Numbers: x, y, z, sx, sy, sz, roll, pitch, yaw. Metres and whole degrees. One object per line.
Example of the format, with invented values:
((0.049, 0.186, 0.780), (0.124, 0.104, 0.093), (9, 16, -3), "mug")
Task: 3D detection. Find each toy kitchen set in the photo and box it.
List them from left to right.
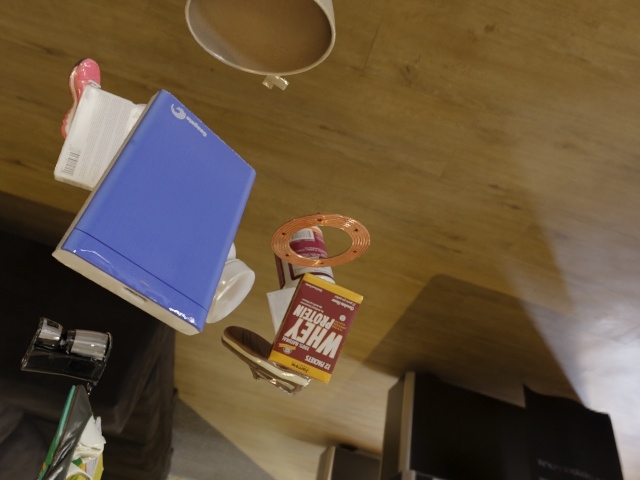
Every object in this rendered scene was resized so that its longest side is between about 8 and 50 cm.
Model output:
((-0.133, -0.528, 1.542), (0.068, 0.075, 0.083), (31, 124, -21), "toy kitchen set")

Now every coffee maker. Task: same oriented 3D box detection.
((-0.629, 0.291, 1.184), (0.178, 0.171, 0.120), (22, 156, -32), "coffee maker")

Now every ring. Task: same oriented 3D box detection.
((0.000, 0.000, 1.655), (0.337, 0.032, 0.336), (-2, 147, -1), "ring")

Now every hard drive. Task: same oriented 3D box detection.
((-0.214, -0.051, 0.711), (0.040, 0.318, 0.210), (-22, 131, 34), "hard drive")

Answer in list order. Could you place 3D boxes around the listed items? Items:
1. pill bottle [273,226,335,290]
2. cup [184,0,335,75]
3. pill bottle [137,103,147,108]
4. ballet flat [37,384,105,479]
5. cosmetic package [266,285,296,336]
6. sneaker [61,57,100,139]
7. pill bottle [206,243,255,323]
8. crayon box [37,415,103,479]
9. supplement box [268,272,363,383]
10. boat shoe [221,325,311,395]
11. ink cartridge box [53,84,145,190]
((-0.063, 0.138, 1.979), (0.224, 0.391, 0.224), (-9, 144, -7), "pill bottle")
((-0.123, -0.574, 1.099), (0.332, 0.236, 0.331), (5, 166, 1), "cup")
((-0.640, -0.412, 1.763), (0.087, 0.087, 0.160), (13, 111, 2), "pill bottle")
((-0.456, 0.404, 0.874), (0.096, 0.280, 0.095), (22, 134, -19), "ballet flat")
((-0.104, 0.278, 1.595), (0.099, 0.238, 0.060), (-12, 178, -1), "cosmetic package")
((-0.812, -0.491, 1.718), (0.136, 0.313, 0.116), (7, 178, 18), "sneaker")
((-0.378, 0.024, 1.277), (0.408, 0.229, 0.229), (38, 142, 17), "pill bottle")
((-0.519, 0.545, 0.962), (0.081, 0.318, 0.202), (6, 120, -12), "crayon box")
((-0.015, 0.183, 1.048), (0.129, 0.191, 0.194), (23, 173, -2), "supplement box")
((-0.149, 0.317, 1.226), (0.258, 0.095, 0.095), (33, 106, -7), "boat shoe")
((-0.616, -0.282, 1.454), (0.261, 0.296, 0.066), (18, 164, -23), "ink cartridge box")
